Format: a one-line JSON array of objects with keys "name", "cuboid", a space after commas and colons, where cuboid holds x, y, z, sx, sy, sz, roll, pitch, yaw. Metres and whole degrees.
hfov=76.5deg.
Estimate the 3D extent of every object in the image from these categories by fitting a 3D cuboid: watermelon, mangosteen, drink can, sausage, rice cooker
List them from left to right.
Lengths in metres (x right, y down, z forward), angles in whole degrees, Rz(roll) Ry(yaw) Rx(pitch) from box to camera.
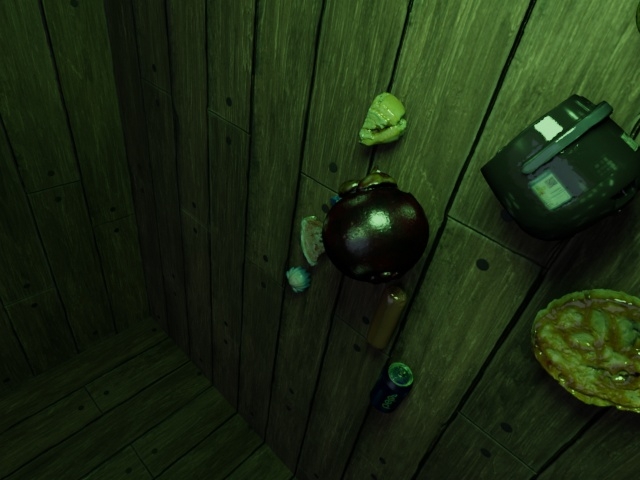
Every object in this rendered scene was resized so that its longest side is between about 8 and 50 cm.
[{"name": "watermelon", "cuboid": [0.000, 0.000, 1.517, 0.139, 0.071, 0.187, 0, 103, 39]}, {"name": "mangosteen", "cuboid": [0.153, -0.050, 1.177, 0.306, 0.306, 0.347, -29, 62, 50]}, {"name": "sausage", "cuboid": [0.227, 0.272, 1.413, 0.086, 0.086, 0.289, 35, 132, 27]}, {"name": "drink can", "cuboid": [0.263, 0.545, 1.505, 0.118, 0.118, 0.205, 40, 136, 24]}, {"name": "rice cooker", "cuboid": [0.479, -0.138, 0.802, 0.225, 0.267, 0.267, 53, 139, 9]}]

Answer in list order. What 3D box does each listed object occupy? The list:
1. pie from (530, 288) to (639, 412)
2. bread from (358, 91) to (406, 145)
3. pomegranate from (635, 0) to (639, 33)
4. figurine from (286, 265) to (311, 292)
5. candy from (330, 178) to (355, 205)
[{"name": "pie", "cuboid": [0.667, 0.251, 0.949, 0.315, 0.092, 0.316, 18, 120, 35]}, {"name": "bread", "cuboid": [0.183, -0.315, 1.131, 0.110, 0.103, 0.156, 33, 139, 13]}, {"name": "pomegranate", "cuboid": [0.591, -0.386, 0.650, 0.143, 0.122, 0.169, 5, 80, 14]}, {"name": "figurine", "cuboid": [-0.085, 0.157, 1.693, 0.114, 0.079, 0.115, -1, 87, 17]}, {"name": "candy", "cuboid": [0.091, -0.134, 1.368, 0.136, 0.038, 0.088, -35, 72, 42]}]
